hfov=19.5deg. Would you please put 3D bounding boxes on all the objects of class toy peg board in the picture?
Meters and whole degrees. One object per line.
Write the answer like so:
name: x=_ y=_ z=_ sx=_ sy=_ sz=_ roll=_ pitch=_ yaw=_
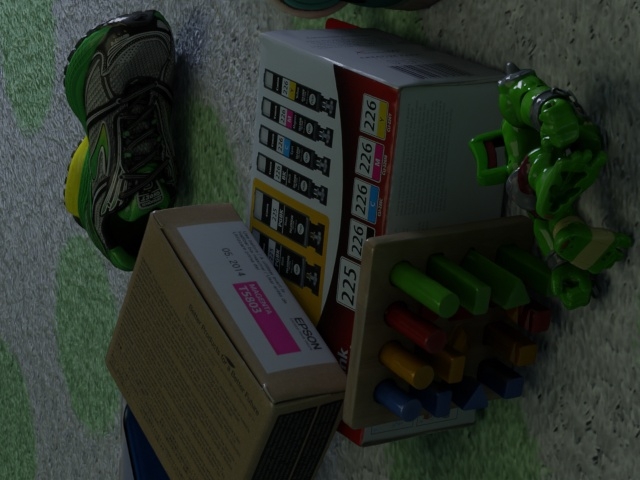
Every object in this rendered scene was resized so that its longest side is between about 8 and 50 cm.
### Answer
toy peg board: x=0.112 y=0.076 z=1.464 sx=0.079 sy=0.161 sz=0.161 roll=34 pitch=125 yaw=49

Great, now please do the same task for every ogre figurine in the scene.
ogre figurine: x=0.169 y=-0.051 z=1.384 sx=0.197 sy=0.097 sz=0.118 roll=48 pitch=-167 yaw=-45

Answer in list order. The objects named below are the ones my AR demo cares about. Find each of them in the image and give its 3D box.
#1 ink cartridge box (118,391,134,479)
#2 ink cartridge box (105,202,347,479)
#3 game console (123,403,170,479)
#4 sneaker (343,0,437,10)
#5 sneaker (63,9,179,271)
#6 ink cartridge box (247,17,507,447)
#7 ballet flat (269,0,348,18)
ink cartridge box: x=-0.186 y=0.177 z=2.104 sx=0.311 sy=0.065 sz=0.186 roll=-98 pitch=11 yaw=-74
ink cartridge box: x=-0.085 y=0.115 z=1.604 sx=0.235 sy=0.088 sz=0.193 roll=56 pitch=139 yaw=34
game console: x=-0.143 y=0.197 z=1.913 sx=0.250 sy=0.173 sz=0.293 roll=-134 pitch=31 yaw=-53
sneaker: x=0.077 y=-0.258 z=1.513 sx=0.302 sy=0.121 sz=0.108 roll=-33 pitch=66 yaw=61
sneaker: x=-0.209 y=-0.114 z=2.143 sx=0.146 sy=0.134 sz=0.344 roll=51 pitch=147 yaw=39
ink cartridge box: x=0.022 y=-0.019 z=1.615 sx=0.272 sy=0.130 sz=0.309 roll=27 pitch=118 yaw=51
ballet flat: x=-0.009 y=-0.404 z=1.678 sx=0.139 sy=0.139 sz=0.400 roll=32 pitch=123 yaw=58
